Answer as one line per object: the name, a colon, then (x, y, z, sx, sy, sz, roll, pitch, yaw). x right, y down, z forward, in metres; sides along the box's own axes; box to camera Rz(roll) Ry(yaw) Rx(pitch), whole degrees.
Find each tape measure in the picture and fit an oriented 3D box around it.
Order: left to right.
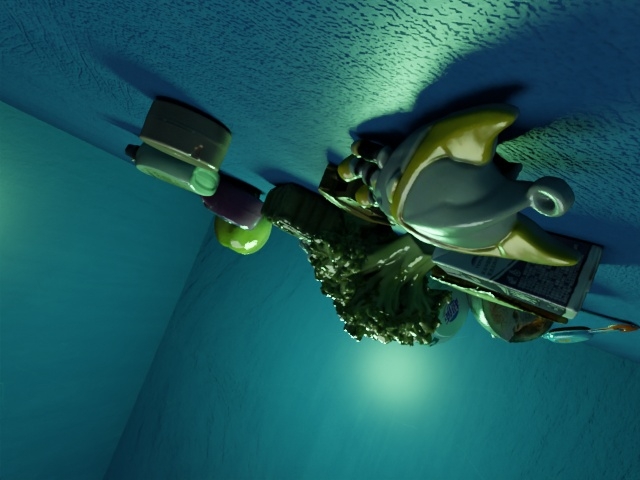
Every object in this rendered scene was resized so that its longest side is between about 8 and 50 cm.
tape measure: (-0.319, -0.145, 1.474, 0.245, 0.149, 0.231, 29, 179, -4)

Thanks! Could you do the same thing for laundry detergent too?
laundry detergent: (-0.481, -0.236, 1.287, 0.280, 0.105, 0.215, 20, 178, 11)
laundry detergent: (0.344, 0.202, 1.431, 0.287, 0.287, 0.305, 24, 177, -33)

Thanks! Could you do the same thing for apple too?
apple: (-0.366, -0.071, 1.937, 0.292, 0.254, 0.292, 26, 175, 2)

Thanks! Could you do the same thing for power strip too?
power strip: (-0.248, -0.191, 0.749, 0.154, 0.078, 0.154, 21, 180, 0)

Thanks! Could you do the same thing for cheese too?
cheese: (0.775, 0.268, 1.181, 0.106, 0.037, 0.256, 18, 152, -28)

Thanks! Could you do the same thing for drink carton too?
drink carton: (0.309, 0.035, 0.657, 0.222, 0.102, 0.134, 22, 179, 32)

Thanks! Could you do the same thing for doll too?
doll: (0.112, -0.060, 0.429, 0.103, 0.145, 0.316, -16, -163, -17)

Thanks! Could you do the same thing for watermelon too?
watermelon: (0.574, 0.225, 1.300, 0.322, 0.175, 0.188, 24, 175, -16)

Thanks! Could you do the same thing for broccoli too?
broccoli: (0.137, 0.075, 0.947, 0.277, 0.317, 0.338, -26, -130, -37)

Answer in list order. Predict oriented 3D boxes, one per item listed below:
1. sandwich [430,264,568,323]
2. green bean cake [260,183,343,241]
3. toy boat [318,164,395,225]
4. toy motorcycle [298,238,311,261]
sandwich: (0.449, 0.112, 0.997, 0.249, 0.095, 0.273, 23, 177, -15)
green bean cake: (-0.044, -0.066, 1.137, 0.222, 0.125, 0.227, 24, -179, -20)
toy boat: (0.078, -0.075, 0.735, 0.200, 0.057, 0.077, 25, 169, -40)
toy motorcycle: (0.000, 0.000, 1.450, 0.110, 0.171, 0.260, 22, 180, -31)
